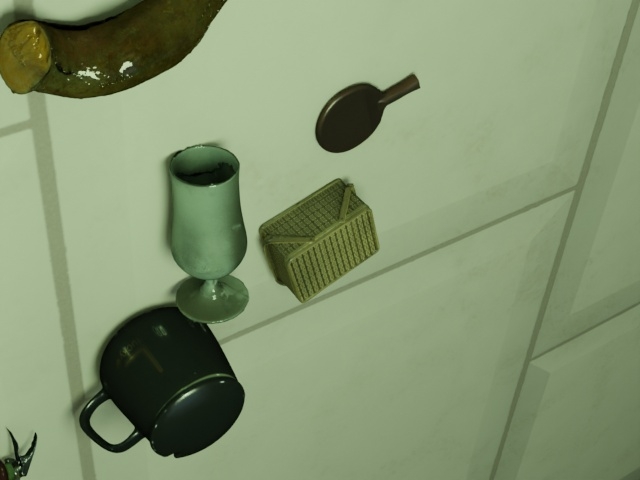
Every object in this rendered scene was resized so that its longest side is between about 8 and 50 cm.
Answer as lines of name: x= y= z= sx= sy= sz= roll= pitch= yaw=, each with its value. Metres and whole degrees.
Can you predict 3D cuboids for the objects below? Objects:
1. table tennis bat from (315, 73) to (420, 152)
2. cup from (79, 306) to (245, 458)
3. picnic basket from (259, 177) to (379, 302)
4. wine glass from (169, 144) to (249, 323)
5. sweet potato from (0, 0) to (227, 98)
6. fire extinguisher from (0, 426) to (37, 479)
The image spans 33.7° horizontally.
table tennis bat: x=0.092 y=-0.152 z=1.438 sx=0.170 sy=0.119 sz=0.107 roll=-32 pitch=143 yaw=-13
cup: x=-0.222 y=0.213 z=1.460 sx=0.223 sy=0.176 sz=0.169 roll=-40 pitch=147 yaw=-7
picnic basket: x=0.000 y=0.000 z=1.535 sx=0.164 sy=0.079 sz=0.115 roll=-34 pitch=143 yaw=-13
wine glass: x=-0.145 y=-0.008 z=1.373 sx=0.103 sy=0.103 sz=0.231 roll=-22 pitch=135 yaw=-26
sweet potato: x=-0.201 y=-0.219 z=1.120 sx=0.285 sy=0.085 sz=0.112 roll=-27 pitch=137 yaw=-22
fire extinguisher: x=-0.485 y=0.318 z=1.412 sx=0.231 sy=0.071 sz=0.099 roll=-14 pitch=107 yaw=-35
